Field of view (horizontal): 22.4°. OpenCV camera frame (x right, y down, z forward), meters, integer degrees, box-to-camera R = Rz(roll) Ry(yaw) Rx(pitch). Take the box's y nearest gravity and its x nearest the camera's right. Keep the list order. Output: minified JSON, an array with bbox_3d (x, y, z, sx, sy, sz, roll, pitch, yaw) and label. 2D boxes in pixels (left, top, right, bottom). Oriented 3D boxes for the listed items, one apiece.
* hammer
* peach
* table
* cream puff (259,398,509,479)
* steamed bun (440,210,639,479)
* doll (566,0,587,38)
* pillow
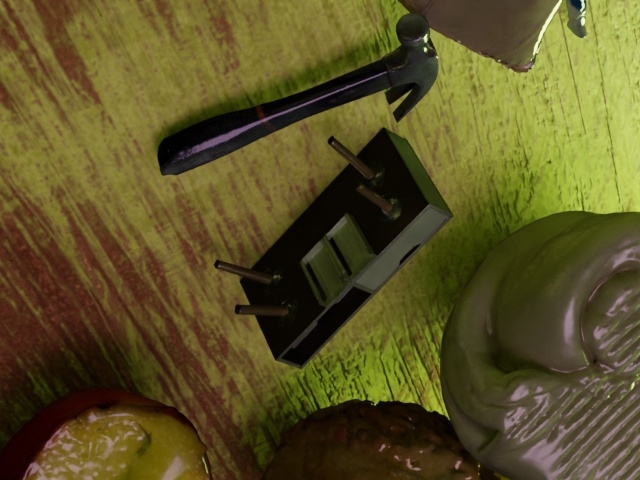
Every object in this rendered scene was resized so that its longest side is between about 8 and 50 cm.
[{"bbox_3d":[-0.023,-0.126,1.572,0.289,0.037,0.137,-22,155,1],"label":"hammer"},{"bbox_3d":[-0.236,0.310,1.736,0.281,0.281,0.338,5,134,-32],"label":"peach"},{"bbox_3d":[0.000,0.000,1.664,0.111,0.122,0.240,23,118,-43],"label":"table"},{"bbox_3d":[0.096,0.317,1.916,0.342,0.231,0.327,4,147,22],"label":"cream puff"},{"bbox_3d":[0.298,0.127,1.850,0.342,0.255,0.367,-46,122,0],"label":"steamed bun"},{"bbox_3d":[0.245,-0.283,1.556,0.114,0.057,0.227,-5,136,-19],"label":"doll"},{"bbox_3d":[0.183,-0.287,1.485,0.173,0.067,0.270,21,126,-13],"label":"pillow"}]
